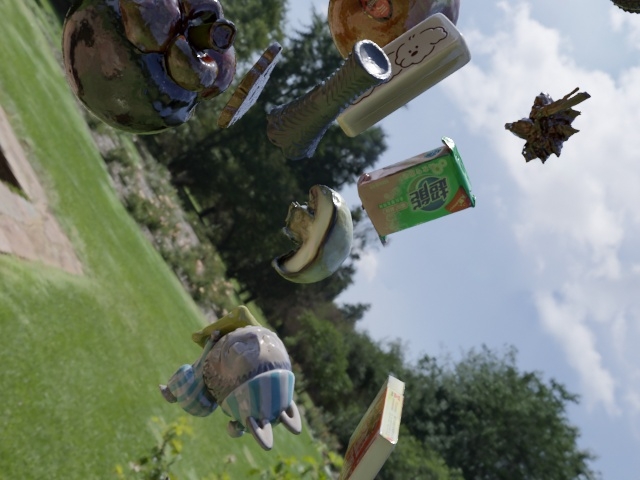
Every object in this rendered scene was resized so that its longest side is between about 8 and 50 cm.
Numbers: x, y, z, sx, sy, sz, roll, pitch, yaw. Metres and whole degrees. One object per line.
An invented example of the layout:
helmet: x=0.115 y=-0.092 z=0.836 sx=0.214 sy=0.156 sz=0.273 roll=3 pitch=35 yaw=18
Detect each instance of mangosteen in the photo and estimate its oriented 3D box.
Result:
mangosteen: x=-0.202 y=-0.244 z=0.947 sx=0.249 sy=0.211 sz=0.211 roll=-5 pitch=-53 yaw=33

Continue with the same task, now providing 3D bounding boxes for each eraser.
eraser: x=0.085 y=0.338 z=1.257 sx=0.038 sy=0.157 sz=0.230 roll=29 pitch=17 yaw=2

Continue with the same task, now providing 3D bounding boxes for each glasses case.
glasses case: x=0.171 y=-0.380 z=1.713 sx=0.076 sy=0.336 sz=0.144 roll=50 pitch=10 yaw=-44

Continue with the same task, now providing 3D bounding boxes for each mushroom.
mushroom: x=0.007 y=-0.002 z=2.036 sx=0.189 sy=0.267 sz=0.164 roll=8 pitch=-14 yaw=44

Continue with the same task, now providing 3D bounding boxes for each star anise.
star anise: x=0.646 y=-0.341 z=2.099 sx=0.148 sy=0.238 sz=0.346 roll=20 pitch=-14 yaw=-10

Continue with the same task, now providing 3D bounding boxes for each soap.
soap: x=0.241 y=-0.122 z=1.885 sx=0.218 sy=0.273 sz=0.098 roll=62 pitch=25 yaw=-23

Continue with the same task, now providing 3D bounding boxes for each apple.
apple: x=0.207 y=-0.668 z=2.178 sx=0.333 sy=0.400 sz=0.400 roll=41 pitch=-14 yaw=28

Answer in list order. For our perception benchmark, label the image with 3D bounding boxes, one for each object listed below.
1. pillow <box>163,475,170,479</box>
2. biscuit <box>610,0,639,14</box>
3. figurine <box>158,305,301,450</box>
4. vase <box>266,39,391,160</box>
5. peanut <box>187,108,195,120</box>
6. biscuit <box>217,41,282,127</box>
pillow: x=-0.285 y=0.545 z=1.359 sx=0.113 sy=0.038 sz=0.204 roll=125 pitch=-37 yaw=-53
biscuit: x=0.632 y=-0.537 z=1.443 sx=0.053 sy=0.195 sz=0.195 roll=2 pitch=44 yaw=-43
figurine: x=-0.233 y=0.425 z=2.007 sx=0.266 sy=0.361 sz=0.378 roll=40 pitch=12 yaw=-37
vase: x=0.016 y=-0.238 z=1.261 sx=0.237 sy=0.115 sz=0.116 roll=-32 pitch=-92 yaw=45
peanut: x=-0.433 y=-0.368 z=1.992 sx=0.194 sy=0.094 sz=0.083 roll=19 pitch=-23 yaw=-5
biscuit: x=-0.206 y=-0.422 z=2.107 sx=0.043 sy=0.278 sz=0.301 roll=35 pitch=-6 yaw=-5
